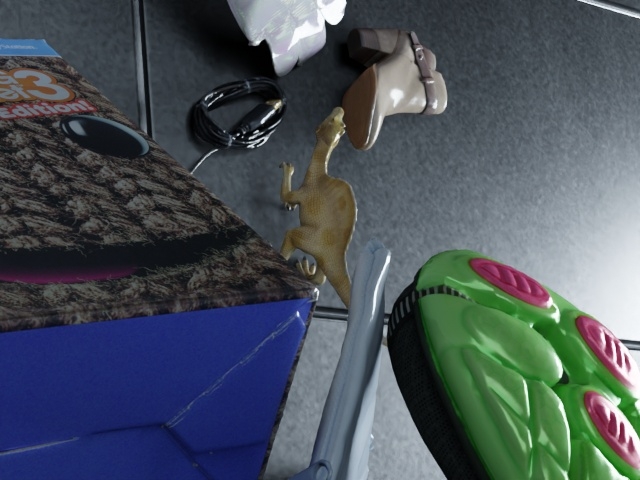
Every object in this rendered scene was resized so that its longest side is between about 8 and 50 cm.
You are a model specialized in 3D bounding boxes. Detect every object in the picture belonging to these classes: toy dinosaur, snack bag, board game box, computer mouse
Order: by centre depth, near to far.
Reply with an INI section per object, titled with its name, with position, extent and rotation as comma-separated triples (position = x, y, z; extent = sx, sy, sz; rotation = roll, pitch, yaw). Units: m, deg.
[board game box]
position = -0.186, 0.019, 0.742
extent = 0.232, 0.141, 0.291
rotation = -5, 33, -40
[snack bag]
position = -0.017, 0.205, 0.821
extent = 0.037, 0.323, 0.342
rotation = 12, 59, 7
[computer mouse]
position = -0.086, -0.043, 1.017
extent = 0.071, 0.041, 0.242
rotation = 46, 50, -12
[toy dinosaur]
position = 0.000, 0.000, 1.031
extent = 0.053, 0.092, 0.183
rotation = 0, 72, -38

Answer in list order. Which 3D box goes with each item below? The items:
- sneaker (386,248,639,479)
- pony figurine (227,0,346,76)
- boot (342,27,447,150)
[sneaker]
position = 0.131, 0.226, 0.909
extent = 0.483, 0.202, 0.185
rotation = 66, 27, -25
[pony figurine]
position = 0.015, -0.344, 1.065
extent = 0.351, 0.363, 0.303
rotation = 57, 39, -26
[boot]
position = 0.061, -0.114, 1.163
extent = 0.087, 0.042, 0.118
rotation = 17, 63, -35
